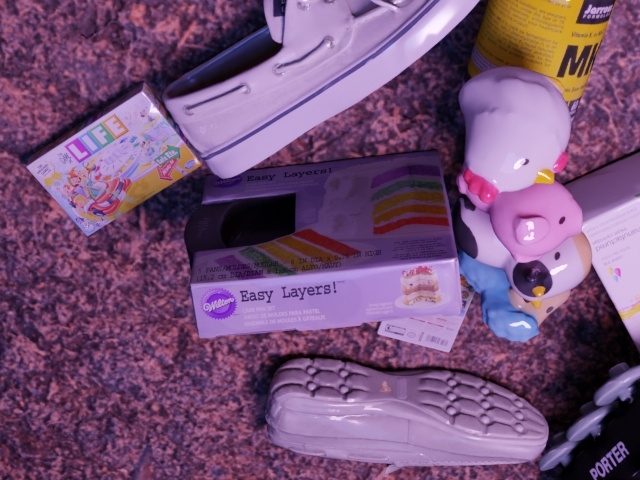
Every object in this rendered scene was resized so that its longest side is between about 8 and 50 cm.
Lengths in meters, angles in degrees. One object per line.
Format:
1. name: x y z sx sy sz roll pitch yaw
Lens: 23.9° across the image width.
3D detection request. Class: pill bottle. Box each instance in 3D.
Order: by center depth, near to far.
1. pill bottle: 0.219 -0.220 1.454 0.119 0.119 0.208 11 120 -7

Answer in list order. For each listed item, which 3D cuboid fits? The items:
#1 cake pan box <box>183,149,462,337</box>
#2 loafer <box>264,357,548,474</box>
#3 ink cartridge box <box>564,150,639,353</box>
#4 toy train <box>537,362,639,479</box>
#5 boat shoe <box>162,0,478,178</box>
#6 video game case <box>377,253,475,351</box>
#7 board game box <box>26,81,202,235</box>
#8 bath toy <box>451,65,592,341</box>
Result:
1. cake pan box: 0.000 0.000 1.510 0.267 0.245 0.070 -5 116 4
2. loafer: 0.096 0.210 1.717 0.320 0.112 0.111 10 126 2
3. ink cartridge box: 0.372 0.013 1.608 0.154 0.093 0.212 -25 119 13
4. toy train: 0.369 0.216 1.638 0.190 0.142 0.334 -19 156 -24
5. boat shoe: -0.009 -0.215 1.461 0.367 0.136 0.156 -31 113 27
6. video game case: 0.123 0.064 1.681 0.087 0.011 0.122 15 119 -8
7. board game box: -0.215 -0.084 1.583 0.154 0.026 0.103 -31 115 16
8. bath toy: 0.190 -0.027 1.463 0.151 0.129 0.348 17 155 16
